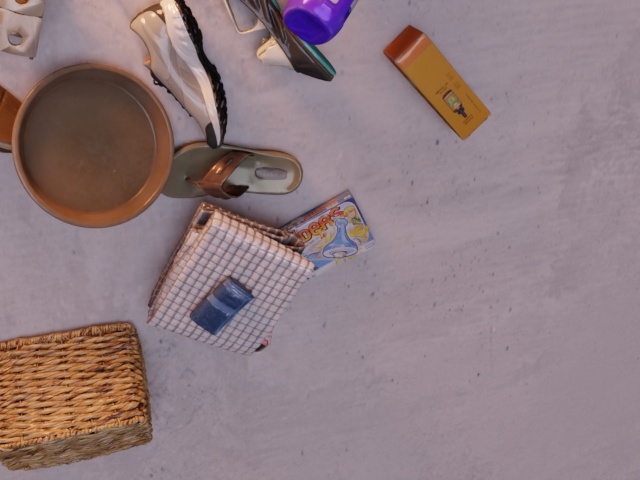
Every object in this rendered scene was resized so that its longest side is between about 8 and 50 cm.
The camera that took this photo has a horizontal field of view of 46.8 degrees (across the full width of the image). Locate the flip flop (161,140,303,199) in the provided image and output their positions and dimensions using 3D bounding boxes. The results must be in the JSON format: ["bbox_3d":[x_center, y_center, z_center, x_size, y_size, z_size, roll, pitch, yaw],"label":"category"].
[{"bbox_3d":[-0.164,-0.119,1.386,0.277,0.080,0.112,2,116,-17],"label":"flip flop"}]

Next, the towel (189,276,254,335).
[{"bbox_3d":[-0.186,0.123,1.384,0.067,0.029,0.119,38,112,-24],"label":"towel"}]

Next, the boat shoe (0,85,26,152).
[{"bbox_3d":[-0.634,-0.211,1.183,0.342,0.123,0.123,17,141,-36],"label":"boat shoe"}]

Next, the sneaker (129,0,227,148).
[{"bbox_3d":[-0.235,-0.281,1.280,0.108,0.100,0.271,-17,118,8],"label":"sneaker"}]

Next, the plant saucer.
[{"bbox_3d":[-0.385,-0.159,1.262,0.278,0.041,0.277,-6,100,-35],"label":"plant saucer"}]

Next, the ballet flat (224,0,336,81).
[{"bbox_3d":[-0.089,-0.371,1.279,0.096,0.095,0.280,-34,112,13],"label":"ballet flat"}]

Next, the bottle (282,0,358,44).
[{"bbox_3d":[0.047,-0.457,1.216,0.092,0.118,0.282,36,77,-20],"label":"bottle"}]

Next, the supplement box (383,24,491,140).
[{"bbox_3d":[0.226,-0.300,1.420,0.078,0.080,0.233,-44,119,8],"label":"supplement box"}]

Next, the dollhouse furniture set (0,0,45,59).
[{"bbox_3d":[-0.513,-0.370,1.112,0.184,0.129,0.128,9,114,-23],"label":"dollhouse furniture set"}]

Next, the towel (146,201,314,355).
[{"bbox_3d":[-0.180,0.073,1.443,0.235,0.121,0.283,24,117,-20],"label":"towel"}]

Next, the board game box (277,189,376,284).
[{"bbox_3d":[0.000,0.000,1.530,0.201,0.035,0.136,-29,122,-1],"label":"board game box"}]

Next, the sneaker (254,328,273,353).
[{"bbox_3d":[-0.115,0.183,1.571,0.051,0.070,0.134,24,107,-25],"label":"sneaker"}]

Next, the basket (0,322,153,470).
[{"bbox_3d":[-0.502,0.322,1.507,0.299,0.222,0.213,-10,153,-13],"label":"basket"}]
